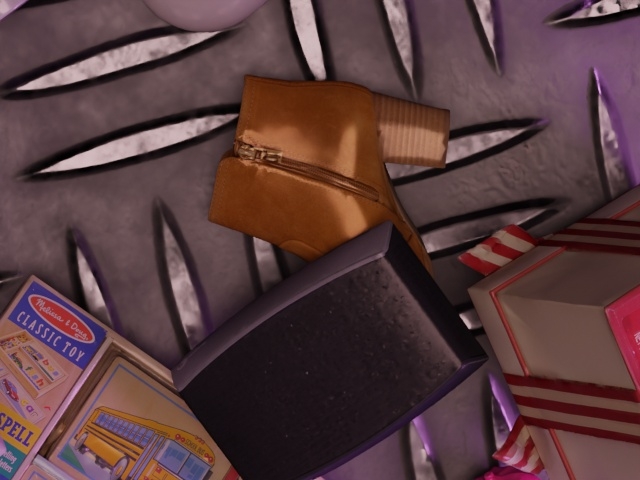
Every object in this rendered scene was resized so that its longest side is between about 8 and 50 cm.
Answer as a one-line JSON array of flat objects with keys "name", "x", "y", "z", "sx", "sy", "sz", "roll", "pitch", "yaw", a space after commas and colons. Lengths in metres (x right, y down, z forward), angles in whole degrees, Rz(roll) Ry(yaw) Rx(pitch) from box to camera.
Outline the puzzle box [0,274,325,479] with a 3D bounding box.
[{"name": "puzzle box", "x": -0.177, "y": 0.256, "z": 1.635, "sx": 0.409, "sy": 0.052, "sz": 0.272, "roll": 35, "pitch": 71, "yaw": -10}]

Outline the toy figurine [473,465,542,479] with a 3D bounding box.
[{"name": "toy figurine", "x": 0.207, "y": 0.287, "z": 1.716, "sx": 0.159, "sy": 0.130, "sz": 0.173, "roll": 28, "pitch": 121, "yaw": 4}]

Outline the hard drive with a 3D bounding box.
[{"name": "hard drive", "x": 0.003, "y": 0.116, "z": 1.592, "sx": 0.254, "sy": 0.054, "sz": 0.172, "roll": -34, "pitch": 94, "yaw": 16}]

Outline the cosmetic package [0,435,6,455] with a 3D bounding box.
[{"name": "cosmetic package", "x": -0.368, "y": 0.130, "z": 1.548, "sx": 0.117, "sy": 0.231, "sz": 0.085, "roll": -39, "pitch": 134, "yaw": 3}]

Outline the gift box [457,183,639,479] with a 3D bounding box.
[{"name": "gift box", "x": 0.283, "y": 0.093, "z": 1.592, "sx": 0.276, "sy": 0.258, "sz": 0.255, "roll": -24, "pitch": 102, "yaw": -21}]

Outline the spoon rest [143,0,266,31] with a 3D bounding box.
[{"name": "spoon rest", "x": -0.045, "y": -0.286, "z": 1.602, "sx": 0.276, "sy": 0.084, "sz": 0.137, "roll": -24, "pitch": 100, "yaw": 12}]

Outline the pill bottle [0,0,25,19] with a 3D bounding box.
[{"name": "pill bottle", "x": -0.328, "y": -0.272, "z": 1.552, "sx": 0.103, "sy": 0.103, "sz": 0.184, "roll": -37, "pitch": 101, "yaw": 1}]

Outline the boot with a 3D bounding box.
[{"name": "boot", "x": 0.000, "y": -0.001, "z": 1.644, "sx": 0.211, "sy": 0.104, "sz": 0.295, "roll": 6, "pitch": 96, "yaw": -1}]
